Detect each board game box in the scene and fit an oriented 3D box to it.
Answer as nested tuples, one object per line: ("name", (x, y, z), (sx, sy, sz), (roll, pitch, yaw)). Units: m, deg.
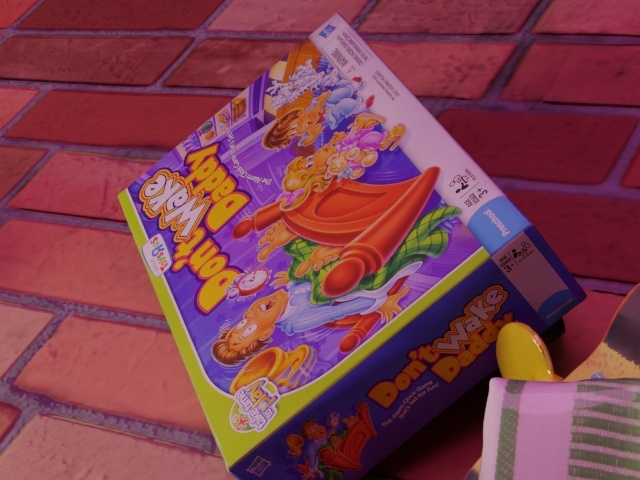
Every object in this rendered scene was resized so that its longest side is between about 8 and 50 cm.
("board game box", (0.000, 0.000, 0.919), (0.233, 0.078, 0.347), (-40, 36, 5))

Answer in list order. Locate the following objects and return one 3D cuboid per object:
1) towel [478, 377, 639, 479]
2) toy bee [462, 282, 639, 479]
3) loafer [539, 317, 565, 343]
("towel", (0.215, 0.185, 0.564), (0.325, 0.038, 0.247), (2, 76, 27))
("toy bee", (0.175, 0.079, 0.716), (0.195, 0.162, 0.298), (12, 48, 40))
("loafer", (0.111, 0.030, 0.906), (0.061, 0.062, 0.170), (-41, 32, 2))
